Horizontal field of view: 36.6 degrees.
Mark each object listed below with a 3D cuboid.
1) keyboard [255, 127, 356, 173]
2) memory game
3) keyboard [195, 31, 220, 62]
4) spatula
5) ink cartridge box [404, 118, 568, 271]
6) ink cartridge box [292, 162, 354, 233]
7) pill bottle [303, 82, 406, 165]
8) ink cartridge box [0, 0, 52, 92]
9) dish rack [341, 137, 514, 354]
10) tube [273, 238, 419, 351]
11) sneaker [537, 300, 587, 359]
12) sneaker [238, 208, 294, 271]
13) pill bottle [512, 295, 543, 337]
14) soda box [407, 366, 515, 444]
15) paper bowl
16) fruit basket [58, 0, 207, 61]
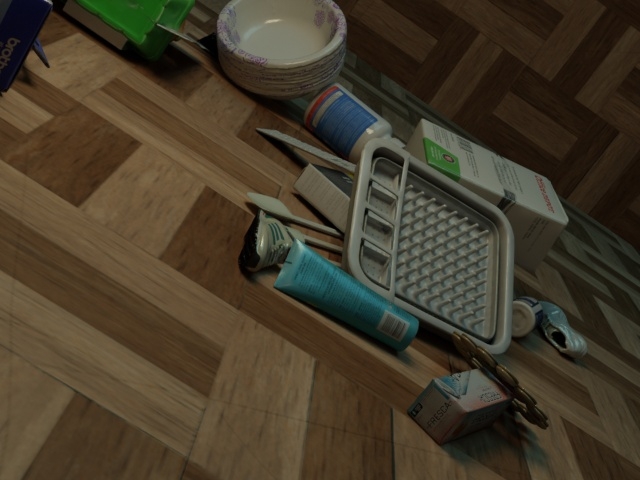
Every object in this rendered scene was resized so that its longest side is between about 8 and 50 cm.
[{"bbox_3d":[-0.008,-0.168,1.853,0.256,0.014,0.072,26,9,28],"label":"keyboard"},{"bbox_3d":[0.251,0.197,1.366,0.186,0.012,0.186,46,-7,8],"label":"memory game"},{"bbox_3d":[-0.195,-0.406,2.233,0.192,0.038,0.100,40,41,10],"label":"keyboard"},{"bbox_3d":[0.000,0.000,1.525,0.242,0.019,0.168,17,24,-46],"label":"spatula"},{"bbox_3d":[0.294,-0.086,1.813,0.289,0.121,0.211,24,26,-10],"label":"ink cartridge box"},{"bbox_3d":[0.139,-0.010,1.728,0.307,0.072,0.303,41,15,26],"label":"ink cartridge box"},{"bbox_3d":[0.079,-0.236,2.125,0.221,0.124,0.124,41,18,19],"label":"pill bottle"},{"bbox_3d":[-0.519,-0.354,1.254,0.395,0.151,0.270,20,24,-38],"label":"ink cartridge box"},{"bbox_3d":[0.166,0.020,1.537,0.332,0.072,0.286,27,52,-25],"label":"dish rack"},{"bbox_3d":[0.037,0.080,1.319,0.207,0.052,0.080,32,53,-15],"label":"tube"},{"bbox_3d":[0.457,0.168,1.890,0.061,0.054,0.152,16,26,-41],"label":"sneaker"},{"bbox_3d":[-0.064,0.008,1.316,0.075,0.057,0.161,27,15,-9],"label":"sneaker"},{"bbox_3d":[0.373,0.138,1.785,0.067,0.067,0.120,41,18,16],"label":"pill bottle"},{"bbox_3d":[0.185,0.210,1.251,0.063,0.058,0.183,43,18,24],"label":"soda box"},{"bbox_3d":[-0.084,-0.422,2.133,0.284,0.148,0.284,0,50,0],"label":"paper bowl"},{"bbox_3d":[-0.373,-0.456,1.874,0.327,0.165,0.353,34,1,-7],"label":"fruit basket"}]
